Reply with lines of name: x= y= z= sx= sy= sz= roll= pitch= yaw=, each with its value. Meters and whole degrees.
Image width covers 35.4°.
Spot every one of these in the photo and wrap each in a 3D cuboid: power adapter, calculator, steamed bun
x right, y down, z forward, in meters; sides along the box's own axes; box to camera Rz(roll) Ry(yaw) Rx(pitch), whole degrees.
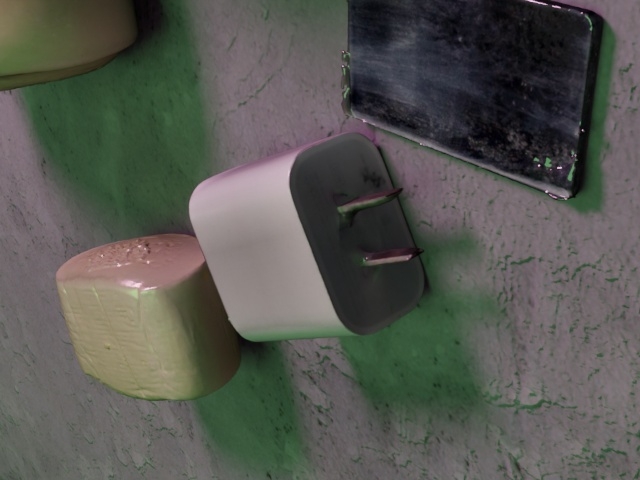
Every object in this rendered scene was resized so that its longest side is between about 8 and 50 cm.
power adapter: x=0.000 y=0.000 z=0.984 sx=0.255 sy=0.124 sz=0.187 roll=-9 pitch=105 yaw=53
calculator: x=0.116 y=-0.142 z=0.842 sx=0.262 sy=0.021 sz=0.161 roll=28 pitch=131 yaw=38
steamed bun: x=-0.445 y=-0.353 z=1.171 sx=0.456 sy=0.290 sz=0.371 roll=9 pitch=117 yaw=48
steamed bun: x=-0.207 y=0.093 z=1.269 sx=0.250 sy=0.155 sz=0.199 roll=6 pitch=119 yaw=42
